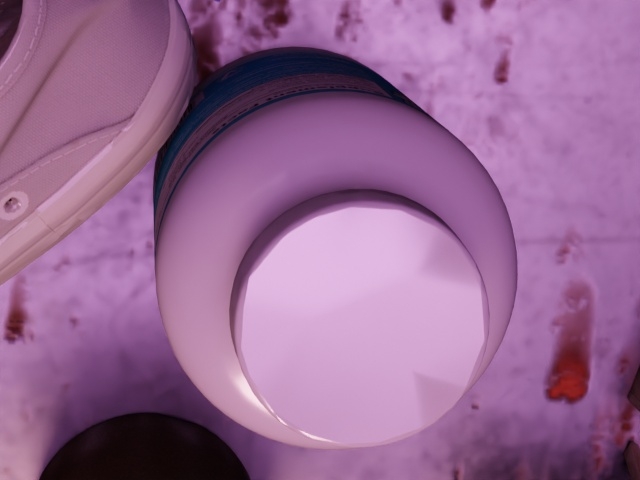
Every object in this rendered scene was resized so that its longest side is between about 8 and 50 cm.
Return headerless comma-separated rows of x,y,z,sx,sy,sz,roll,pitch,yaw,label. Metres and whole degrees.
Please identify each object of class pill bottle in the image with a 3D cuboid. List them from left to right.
0.000,0.000,0.638,0.146,0.264,0.146,-2,104,-6,pill bottle

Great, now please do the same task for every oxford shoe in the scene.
-0.251,0.017,0.653,0.449,0.169,0.130,-44,140,-1,oxford shoe

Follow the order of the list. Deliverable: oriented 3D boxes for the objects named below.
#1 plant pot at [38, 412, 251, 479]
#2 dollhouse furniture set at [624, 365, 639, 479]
-0.086,0.172,0.721,0.167,0.165,0.167,-1,103,-6,plant pot
0.252,0.154,0.790,0.182,0.101,0.161,16,101,-10,dollhouse furniture set
